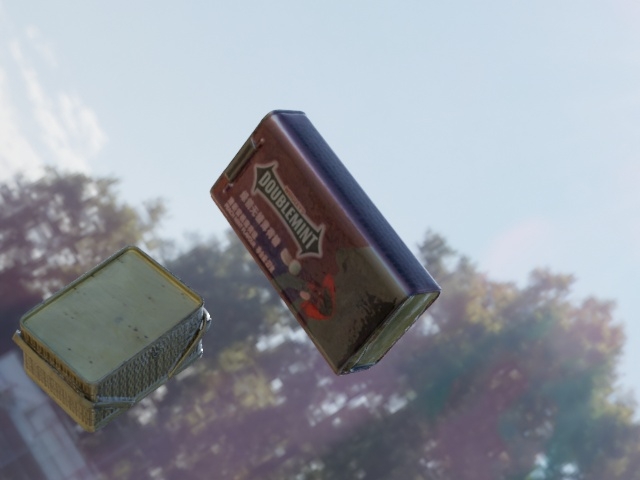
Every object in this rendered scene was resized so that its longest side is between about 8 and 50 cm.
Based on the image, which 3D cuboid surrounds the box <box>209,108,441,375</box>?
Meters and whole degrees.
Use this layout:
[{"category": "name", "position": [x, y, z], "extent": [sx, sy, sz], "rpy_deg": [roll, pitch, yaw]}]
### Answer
[{"category": "box", "position": [0.000, 0.000, 1.070], "extent": [0.224, 0.069, 0.120], "rpy_deg": [53, -59, 25]}]

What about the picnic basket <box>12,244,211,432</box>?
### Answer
[{"category": "picnic basket", "position": [-0.199, 0.093, 1.151], "extent": [0.115, 0.164, 0.079], "rpy_deg": [38, -37, 24]}]
